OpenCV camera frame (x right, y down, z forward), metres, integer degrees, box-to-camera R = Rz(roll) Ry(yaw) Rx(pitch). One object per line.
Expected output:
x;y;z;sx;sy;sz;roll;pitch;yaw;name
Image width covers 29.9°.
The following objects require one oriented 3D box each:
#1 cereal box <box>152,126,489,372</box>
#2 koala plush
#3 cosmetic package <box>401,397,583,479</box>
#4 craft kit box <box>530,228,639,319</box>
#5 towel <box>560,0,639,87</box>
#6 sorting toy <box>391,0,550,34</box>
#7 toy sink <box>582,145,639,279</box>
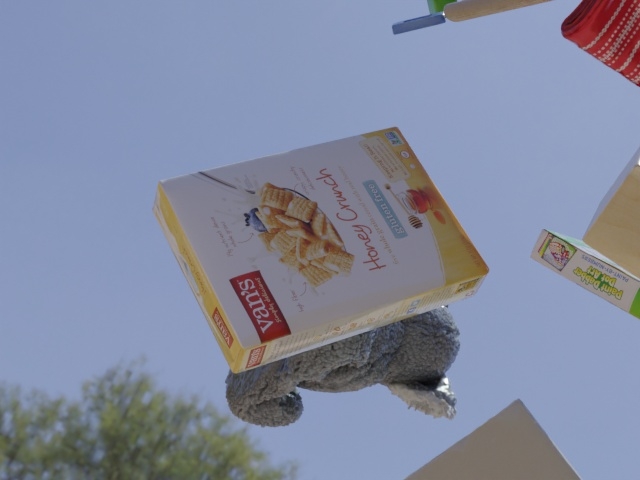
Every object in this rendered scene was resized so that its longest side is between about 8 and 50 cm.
0.000;0.000;1.013;0.173;0.240;0.047;59;-31;26;cereal box
0.049;0.087;1.174;0.221;0.196;0.203;17;-27;-30;koala plush
0.189;0.297;0.964;0.296;0.129;0.153;53;-17;20;cosmetic package
0.480;0.072;1.794;0.249;0.061;0.246;14;16;-42;craft kit box
0.397;-0.238;1.256;0.274;0.031;0.199;22;-64;-36;towel
0.246;-0.299;1.368;0.347;0.196;0.047;-9;-77;22;sorting toy
0.443;-0.037;1.530;0.152;0.234;0.131;34;-62;6;toy sink
